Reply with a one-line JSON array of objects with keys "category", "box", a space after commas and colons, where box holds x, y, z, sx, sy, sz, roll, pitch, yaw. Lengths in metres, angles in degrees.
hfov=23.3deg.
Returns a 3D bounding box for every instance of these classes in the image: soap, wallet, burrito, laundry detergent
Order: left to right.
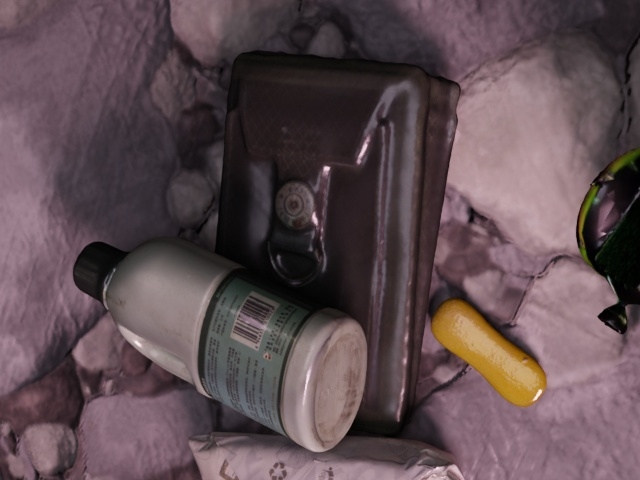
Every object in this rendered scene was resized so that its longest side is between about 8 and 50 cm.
[{"category": "laundry detergent", "box": [-0.076, 0.055, 1.027, 0.226, 0.070, 0.099, 22, 132, 32]}, {"category": "wallet", "box": [0.000, 0.000, 1.036, 0.169, 0.052, 0.245, 9, 96, 28]}, {"category": "burrito", "box": [0.001, 0.158, 1.028, 0.203, 0.064, 0.064, -2, 90, 26]}, {"category": "soap", "box": [0.108, 0.072, 1.003, 0.089, 0.012, 0.034, 42, 107, 19]}]

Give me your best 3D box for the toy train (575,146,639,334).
[{"category": "toy train", "box": [0.270, -0.059, 0.859, 0.296, 0.161, 0.100, -56, 31, 11]}]
